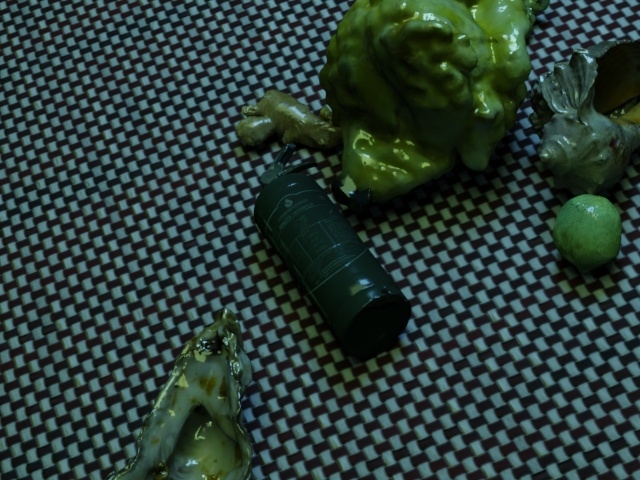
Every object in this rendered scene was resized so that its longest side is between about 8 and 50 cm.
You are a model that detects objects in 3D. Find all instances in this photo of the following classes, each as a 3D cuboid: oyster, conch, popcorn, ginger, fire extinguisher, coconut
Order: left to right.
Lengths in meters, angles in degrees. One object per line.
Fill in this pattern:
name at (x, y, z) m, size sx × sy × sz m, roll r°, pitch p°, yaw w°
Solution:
oyster at (-0.143, 0.240, 1.527) m, size 0.166 × 0.110 × 0.341 m, roll -5°, pitch 52°, yaw 15°
fire extinguisher at (0.000, 0.000, 1.702) m, size 0.114 × 0.095 × 0.311 m, roll -38°, pitch 52°, yaw -1°
ginger at (0.002, -0.166, 1.871) m, size 0.193 × 0.052 × 0.176 m, roll -40°, pitch 54°, yaw -22°
popcorn at (0.144, -0.210, 1.752) m, size 0.237 × 0.293 × 0.293 m, roll -14°, pitch 41°, yaw -43°
coconut at (0.317, -0.006, 1.655) m, size 0.087 × 0.096 × 0.088 m, roll 4°, pitch 13°, yaw -1°
conch at (0.348, -0.161, 1.727) m, size 0.245 × 0.178 × 0.163 m, roll -25°, pitch 55°, yaw -35°

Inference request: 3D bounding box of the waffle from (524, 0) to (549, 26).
waffle at (0.193, -0.320, 1.959) m, size 0.208 × 0.054 × 0.214 m, roll -40°, pitch 57°, yaw -17°
